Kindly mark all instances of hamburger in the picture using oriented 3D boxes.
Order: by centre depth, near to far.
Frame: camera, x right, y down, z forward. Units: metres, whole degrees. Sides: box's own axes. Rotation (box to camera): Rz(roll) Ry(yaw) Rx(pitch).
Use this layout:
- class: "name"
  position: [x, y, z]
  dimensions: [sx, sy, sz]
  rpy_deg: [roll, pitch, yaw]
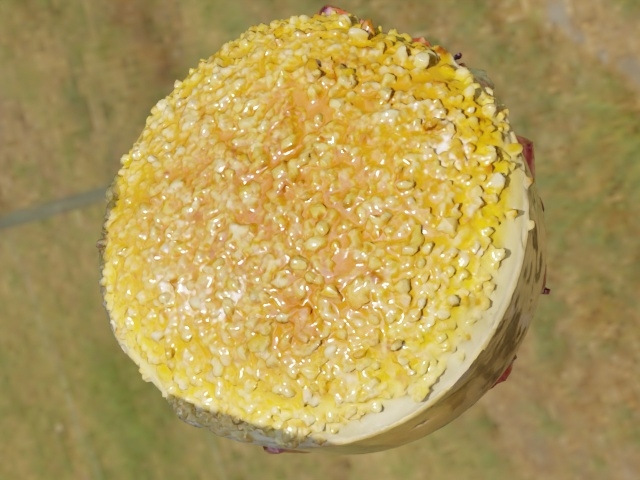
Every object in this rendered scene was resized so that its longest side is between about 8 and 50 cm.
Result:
- class: "hamburger"
  position: [0.000, 0.000, 1.208]
  dimensions: [0.170, 0.302, 0.302]
  rpy_deg: [35, -164, -54]

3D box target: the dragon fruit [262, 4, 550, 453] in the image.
- class: "dragon fruit"
  position: [0.065, 0.002, 1.626]
  dimensions: [0.371, 0.249, 0.386]
  rpy_deg: [172, 107, -72]
